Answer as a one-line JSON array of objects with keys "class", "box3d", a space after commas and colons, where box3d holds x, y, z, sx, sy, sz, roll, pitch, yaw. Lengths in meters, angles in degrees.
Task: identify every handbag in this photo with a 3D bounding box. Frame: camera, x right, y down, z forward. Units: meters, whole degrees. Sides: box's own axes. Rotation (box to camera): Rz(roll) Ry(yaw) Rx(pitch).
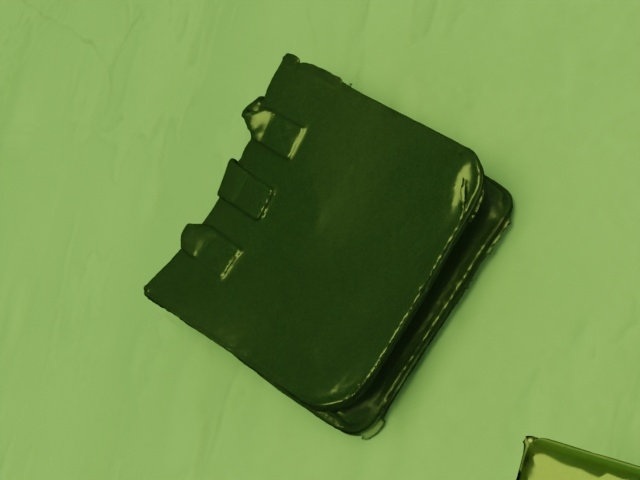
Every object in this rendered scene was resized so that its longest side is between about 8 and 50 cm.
[{"class": "handbag", "box3d": [0.002, 0.001, 1.566, 0.260, 0.079, 0.247, 32, 89, 36]}]

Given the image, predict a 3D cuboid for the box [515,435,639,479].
[{"class": "box", "box3d": [0.273, 0.361, 1.199, 0.420, 0.138, 0.373, 15, 79, 25]}]
